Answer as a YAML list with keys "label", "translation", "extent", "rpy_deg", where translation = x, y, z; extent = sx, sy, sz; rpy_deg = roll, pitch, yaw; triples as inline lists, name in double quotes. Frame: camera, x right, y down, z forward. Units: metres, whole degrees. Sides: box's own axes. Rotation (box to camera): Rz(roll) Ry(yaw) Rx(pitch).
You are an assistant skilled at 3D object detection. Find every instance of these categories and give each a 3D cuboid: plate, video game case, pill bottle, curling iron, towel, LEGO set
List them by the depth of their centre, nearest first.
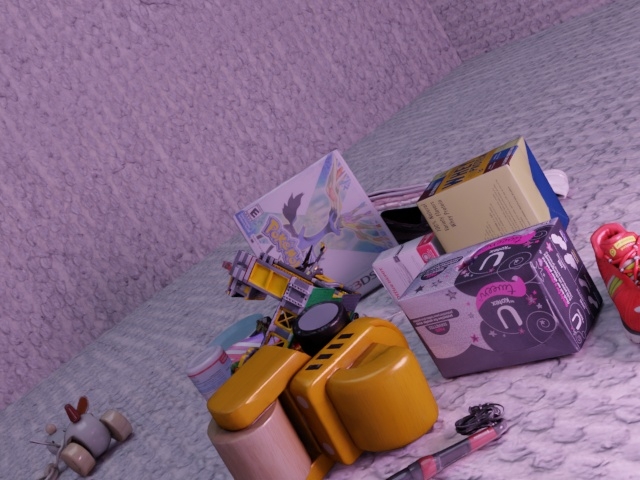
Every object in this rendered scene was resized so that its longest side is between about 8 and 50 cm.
- label: "curling iron"
  translation: [0.136, 0.304, 1.036]
  extent: [0.274, 0.035, 0.068]
  rpy_deg: [-34, 9, -5]
- label: "LEGO set"
  translation: [-0.080, 0.137, 1.425]
  extent: [0.331, 0.192, 0.254]
  rpy_deg: [-8, -60, -63]
- label: "pill bottle"
  translation: [-0.193, 0.295, 1.544]
  extent: [0.087, 0.160, 0.087]
  rpy_deg: [-31, 14, 9]
- label: "video game case"
  translation: [0.000, 0.000, 1.813]
  extent: [0.300, 0.329, 0.036]
  rpy_deg: [-33, -9, 2]
- label: "towel"
  translation: [0.210, -0.113, 1.964]
  extent: [0.332, 0.053, 0.317]
  rpy_deg: [-11, 2, 14]
- label: "plate"
  translation: [-0.224, 0.258, 2.042]
  extent: [0.188, 0.024, 0.188]
  rpy_deg: [-30, 14, 9]

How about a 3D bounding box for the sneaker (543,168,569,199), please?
- label: "sneaker"
  translation: [0.428, -0.082, 1.656]
  extent: [0.212, 0.080, 0.094]
  rpy_deg: [-25, 27, 26]

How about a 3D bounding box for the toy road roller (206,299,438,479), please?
- label: "toy road roller"
  translation: [0.020, 0.251, 1.161]
  extent: [0.329, 0.202, 0.241]
  rpy_deg: [-41, 27, -31]

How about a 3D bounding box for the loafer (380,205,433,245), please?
- label: "loafer"
  translation: [0.255, -0.050, 1.871]
  extent: [0.109, 0.095, 0.302]
  rpy_deg: [-41, 15, -35]

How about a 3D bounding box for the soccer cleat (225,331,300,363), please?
- label: "soccer cleat"
  translation: [-0.135, 0.257, 1.738]
  extent: [0.248, 0.083, 0.095]
  rpy_deg: [-32, 25, 3]

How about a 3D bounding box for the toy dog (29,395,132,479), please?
- label: "toy dog"
  translation: [-0.621, 0.472, 1.901]
  extent: [0.334, 0.161, 0.220]
  rpy_deg: [-25, 15, 30]

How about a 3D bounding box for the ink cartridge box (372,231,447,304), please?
- label: "ink cartridge box"
  translation: [0.200, 0.057, 1.592]
  extent: [0.150, 0.109, 0.063]
  rpy_deg: [-23, 18, 37]

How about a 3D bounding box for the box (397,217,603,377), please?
- label: "box"
  translation: [0.272, 0.093, 1.187]
  extent: [0.247, 0.163, 0.142]
  rpy_deg: [-22, 16, 41]

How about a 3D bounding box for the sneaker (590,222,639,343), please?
- label: "sneaker"
  translation: [0.434, 0.049, 1.070]
  extent: [0.107, 0.118, 0.279]
  rpy_deg: [-31, 13, 10]

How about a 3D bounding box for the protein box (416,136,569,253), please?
- label: "protein box"
  translation: [0.334, -0.056, 1.490]
  extent: [0.201, 0.199, 0.136]
  rpy_deg: [-23, 16, 37]

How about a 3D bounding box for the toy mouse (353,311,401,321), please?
- label: "toy mouse"
  translation: [0.068, 0.191, 1.590]
  extent: [0.161, 0.031, 0.143]
  rpy_deg: [-43, 17, -35]
